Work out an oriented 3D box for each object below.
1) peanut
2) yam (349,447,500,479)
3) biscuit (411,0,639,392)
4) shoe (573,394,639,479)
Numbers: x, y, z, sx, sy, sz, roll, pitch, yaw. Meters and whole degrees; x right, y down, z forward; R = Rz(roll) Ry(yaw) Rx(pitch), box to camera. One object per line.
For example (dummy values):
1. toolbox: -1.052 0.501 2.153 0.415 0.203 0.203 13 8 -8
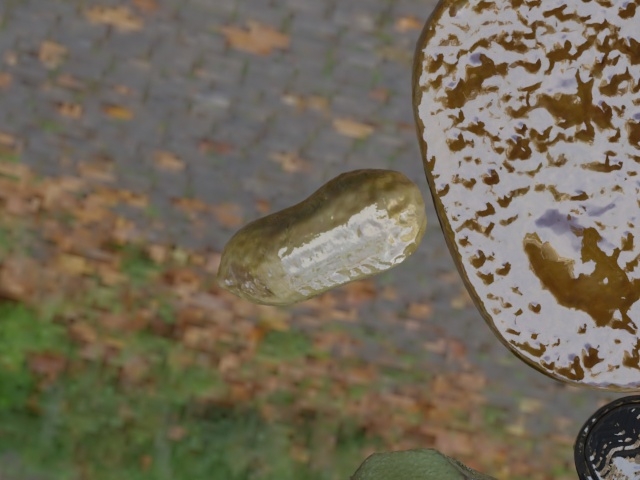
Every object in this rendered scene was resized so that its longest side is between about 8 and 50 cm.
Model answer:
1. peanut: 0.000 0.000 1.990 0.236 0.120 0.110 -22 142 16
2. yam: 0.161 0.388 2.534 0.202 0.201 0.271 -10 146 23
3. biscuit: 0.237 -0.071 1.471 0.314 0.367 0.063 -18 172 11
4. shoe: 0.445 0.337 2.266 0.384 0.171 0.237 47 179 -1
